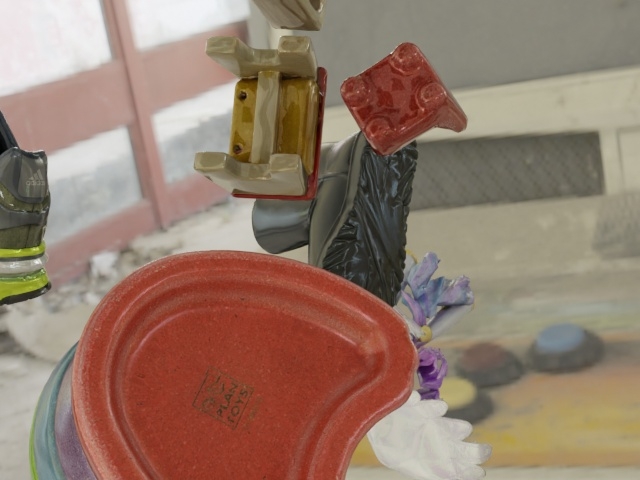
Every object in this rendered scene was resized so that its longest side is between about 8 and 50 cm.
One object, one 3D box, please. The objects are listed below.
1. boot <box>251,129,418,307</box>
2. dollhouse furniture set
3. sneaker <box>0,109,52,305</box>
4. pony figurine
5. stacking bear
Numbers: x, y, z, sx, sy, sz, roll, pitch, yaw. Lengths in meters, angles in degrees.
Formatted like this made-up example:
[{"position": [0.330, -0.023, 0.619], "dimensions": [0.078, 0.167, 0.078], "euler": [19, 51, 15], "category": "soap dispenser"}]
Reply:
[{"position": [0.000, 0.000, 1.283], "dimensions": [0.094, 0.247, 0.207], "euler": [22, -18, -28], "category": "boot"}, {"position": [0.044, -0.209, 0.908], "dimensions": [0.201, 0.374, 0.152], "euler": [3, -10, 16], "category": "dollhouse furniture set"}, {"position": [-0.300, -0.070, 0.935], "dimensions": [0.300, 0.121, 0.111], "euler": [31, 21, 28], "category": "sneaker"}, {"position": [0.062, 0.155, 1.628], "dimensions": [0.351, 0.303, 0.363], "euler": [-9, 25, 38], "category": "pony figurine"}, {"position": [-0.091, 0.131, 0.706], "dimensions": [0.175, 0.164, 0.289], "euler": [-65, 9, -31], "category": "stacking bear"}]
